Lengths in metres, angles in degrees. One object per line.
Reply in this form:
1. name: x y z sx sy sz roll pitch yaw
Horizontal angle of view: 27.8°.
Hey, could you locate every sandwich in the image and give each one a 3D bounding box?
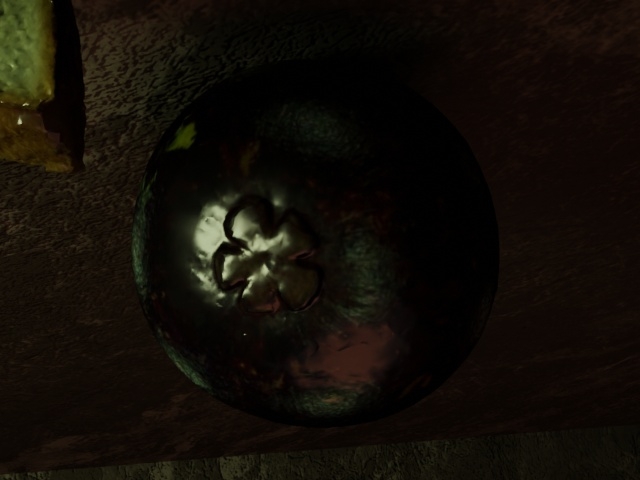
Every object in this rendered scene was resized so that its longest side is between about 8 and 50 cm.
1. sandwich: -0.236 -0.104 0.672 0.215 0.186 0.065 -12 148 -2

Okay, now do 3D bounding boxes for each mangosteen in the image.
1. mangosteen: 0.000 0.000 0.967 0.288 0.288 0.288 -9 161 -3
